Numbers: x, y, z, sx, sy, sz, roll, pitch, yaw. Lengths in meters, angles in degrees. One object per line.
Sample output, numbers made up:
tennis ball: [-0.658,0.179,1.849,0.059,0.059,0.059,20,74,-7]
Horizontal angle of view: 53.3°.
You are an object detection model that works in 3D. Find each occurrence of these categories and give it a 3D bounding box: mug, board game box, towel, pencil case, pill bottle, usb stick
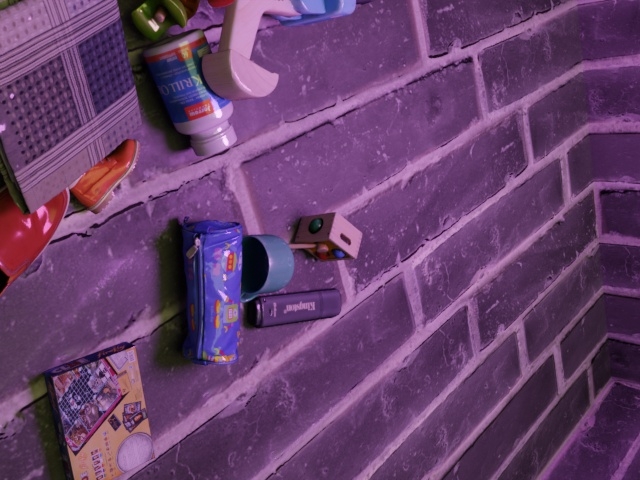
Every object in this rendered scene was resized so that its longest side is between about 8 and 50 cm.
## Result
mug: [-0.129,0.056,1.405,0.097,0.157,0.130,-3,73,-47]
board game box: [-0.414,0.335,1.209,0.165,0.042,0.243,-17,108,-42]
towel: [-0.418,-0.248,1.014,0.324,0.056,0.312,-57,155,-44]
pencil case: [-0.224,0.105,1.307,0.133,0.119,0.306,-13,105,-68]
pill bottle: [-0.242,-0.282,1.234,0.124,0.124,0.222,-40,121,-34]
usb stick: [-0.054,0.161,1.535,0.278,0.045,0.077,-2,98,-44]

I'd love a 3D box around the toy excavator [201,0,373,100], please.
toy excavator: [-0.074,-0.512,1.270,0.445,0.222,0.433,-20,108,-47]

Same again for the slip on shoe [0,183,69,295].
slip on shoe: [-0.518,0.022,1.024,0.123,0.101,0.331,51,60,-34]

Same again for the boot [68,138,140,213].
boot: [-0.393,-0.135,1.157,0.084,0.059,0.158,43,67,-34]

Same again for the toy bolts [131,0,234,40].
toy bolts: [-0.243,-0.500,1.126,0.218,0.228,0.159,57,33,-42]

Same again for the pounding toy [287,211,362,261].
pounding toy: [0.000,0.000,1.521,0.141,0.130,0.100,37,58,-41]
